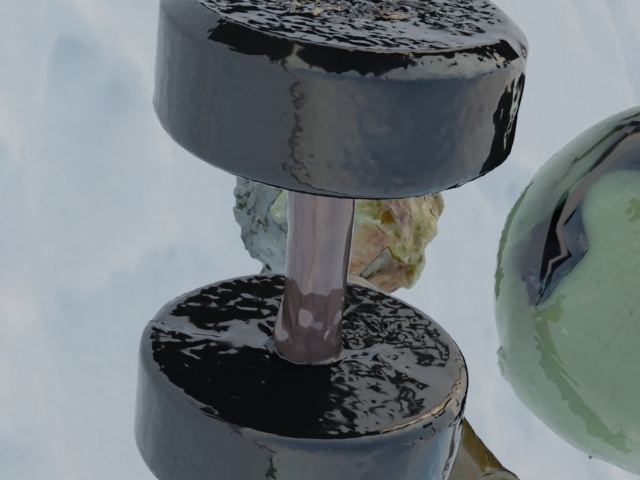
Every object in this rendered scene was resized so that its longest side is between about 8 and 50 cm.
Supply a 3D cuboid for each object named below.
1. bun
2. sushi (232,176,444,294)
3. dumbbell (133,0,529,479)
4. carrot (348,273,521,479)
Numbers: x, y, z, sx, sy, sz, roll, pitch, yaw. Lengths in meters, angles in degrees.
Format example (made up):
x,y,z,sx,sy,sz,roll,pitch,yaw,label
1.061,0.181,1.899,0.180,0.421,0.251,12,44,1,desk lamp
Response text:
x,y,z,sx,sy,sz,roll,pitch,yaw,label
0.273,0.045,1.007,0.187,0.293,0.293,56,42,-76,bun
0.023,-0.067,1.304,0.139,0.184,0.274,44,42,-37,sushi
0.000,0.000,0.582,0.152,0.152,0.218,-32,136,-51,dumbbell
0.079,0.140,0.823,0.342,0.070,0.070,59,46,-32,carrot
